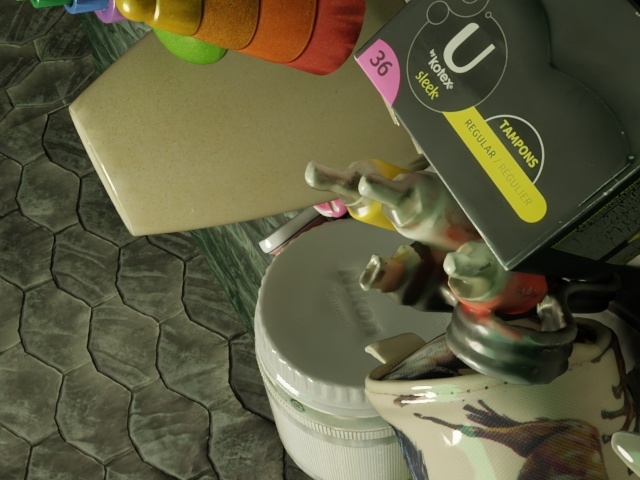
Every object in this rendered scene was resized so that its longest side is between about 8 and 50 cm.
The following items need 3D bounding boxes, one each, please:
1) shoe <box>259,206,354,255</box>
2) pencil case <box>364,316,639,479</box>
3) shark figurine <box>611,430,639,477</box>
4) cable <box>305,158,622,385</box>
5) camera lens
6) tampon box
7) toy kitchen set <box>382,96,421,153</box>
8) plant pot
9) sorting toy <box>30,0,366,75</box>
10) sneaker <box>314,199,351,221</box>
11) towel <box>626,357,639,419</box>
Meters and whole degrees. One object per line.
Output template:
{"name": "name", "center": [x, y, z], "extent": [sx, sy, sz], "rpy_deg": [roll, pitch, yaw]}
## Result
{"name": "shoe", "center": [0.000, 0.000, 1.002], "extent": [0.063, 0.178, 0.081], "rpy_deg": [-30, 92, 34]}
{"name": "pencil case", "center": [0.157, 0.248, 0.569], "extent": [0.183, 0.159, 0.411], "rpy_deg": [5, 113, 70]}
{"name": "shark figurine", "center": [0.202, -0.011, 0.234], "extent": [0.166, 0.278, 0.116], "rpy_deg": [4, 160, 42]}
{"name": "cable", "center": [0.123, 0.013, 0.466], "extent": [0.139, 0.287, 0.072], "rpy_deg": [40, 115, 38]}
{"name": "camera lens", "center": [0.046, 0.134, 0.914], "extent": [0.219, 0.219, 0.274], "rpy_deg": [54, 164, 33]}
{"name": "tampon box", "center": [0.116, -0.057, 0.393], "extent": [0.161, 0.101, 0.120], "rpy_deg": [10, -137, -58]}
{"name": "toy kitchen set", "center": [0.075, -0.110, 0.670], "extent": [0.083, 0.068, 0.075], "rpy_deg": [64, 166, -6]}
{"name": "plant pot", "center": [-0.077, -0.120, 0.772], "extent": [0.257, 0.274, 0.256], "rpy_deg": [57, 166, 23]}
{"name": "sorting toy", "center": [-0.125, -0.173, 0.569], "extent": [0.365, 0.126, 0.127], "rpy_deg": [23, 124, 52]}
{"name": "sneaker", "center": [0.025, -0.054, 0.941], "extent": [0.075, 0.063, 0.170], "rpy_deg": [51, -172, -22]}
{"name": "towel", "center": [0.260, 0.127, 0.487], "extent": [0.187, 0.049, 0.282], "rpy_deg": [55, 164, 27]}
